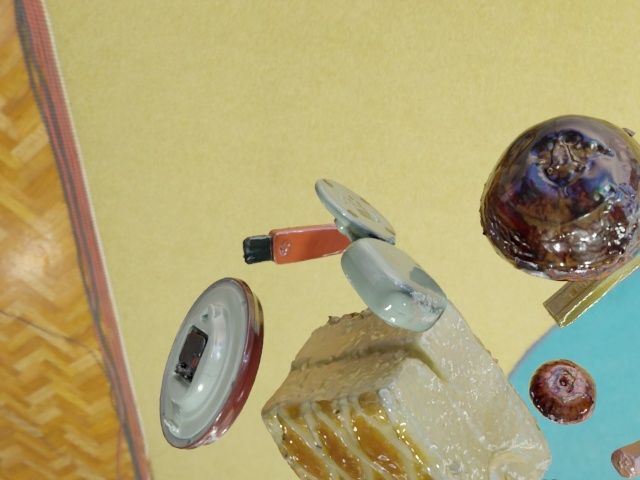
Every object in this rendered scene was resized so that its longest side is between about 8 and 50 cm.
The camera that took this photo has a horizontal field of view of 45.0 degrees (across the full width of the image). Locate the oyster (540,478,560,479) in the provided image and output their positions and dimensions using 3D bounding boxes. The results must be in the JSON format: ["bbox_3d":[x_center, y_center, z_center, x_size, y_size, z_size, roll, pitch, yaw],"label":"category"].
[{"bbox_3d":[0.233,0.446,0.876,0.158,0.351,0.162,27,149,-19],"label":"oyster"}]

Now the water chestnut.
[{"bbox_3d":[0.497,-0.073,1.531,0.350,0.351,0.302,-8,159,20],"label":"water chestnut"}]

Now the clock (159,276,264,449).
[{"bbox_3d":[-0.209,0.215,1.386,0.080,0.319,0.318,22,135,-28],"label":"clock"}]

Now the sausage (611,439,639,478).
[{"bbox_3d":[0.359,0.220,0.820,0.147,0.030,0.035,-9,144,-33],"label":"sausage"}]

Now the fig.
[{"bbox_3d":[0.454,0.287,1.475,0.128,0.128,0.150,26,172,-11],"label":"fig"}]

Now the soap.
[{"bbox_3d":[0.611,0.092,1.720,0.252,0.092,0.037,-42,107,9],"label":"soap"}]

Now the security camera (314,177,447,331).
[{"bbox_3d":[0.072,0.016,1.155,0.157,0.301,0.080,21,115,-41],"label":"security camera"}]

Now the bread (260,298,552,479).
[{"bbox_3d":[0.132,0.329,1.325,0.371,0.279,0.390,-20,107,46],"label":"bread"}]

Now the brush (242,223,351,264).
[{"bbox_3d":[0.000,0.000,1.533,0.323,0.051,0.070,-10,102,-24],"label":"brush"}]
